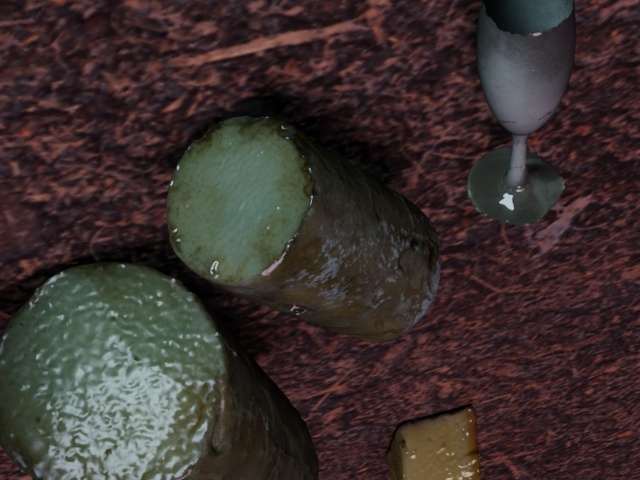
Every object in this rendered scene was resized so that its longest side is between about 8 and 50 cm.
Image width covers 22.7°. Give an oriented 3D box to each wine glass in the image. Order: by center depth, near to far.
[{"bbox_3d":[0.119,-0.085,0.959,0.066,0.066,0.198,-18,150,-5],"label":"wine glass"}]

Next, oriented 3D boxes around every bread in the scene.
[{"bbox_3d":[0.107,0.219,1.426,0.084,0.109,0.080,-8,152,-14],"label":"bread"}]

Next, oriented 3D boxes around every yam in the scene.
[{"bbox_3d":[0.000,0.000,0.975,0.107,0.107,0.194,-33,150,20],"label":"yam"},{"bbox_3d":[-0.100,0.132,1.076,0.161,0.161,0.268,-24,151,4],"label":"yam"}]
